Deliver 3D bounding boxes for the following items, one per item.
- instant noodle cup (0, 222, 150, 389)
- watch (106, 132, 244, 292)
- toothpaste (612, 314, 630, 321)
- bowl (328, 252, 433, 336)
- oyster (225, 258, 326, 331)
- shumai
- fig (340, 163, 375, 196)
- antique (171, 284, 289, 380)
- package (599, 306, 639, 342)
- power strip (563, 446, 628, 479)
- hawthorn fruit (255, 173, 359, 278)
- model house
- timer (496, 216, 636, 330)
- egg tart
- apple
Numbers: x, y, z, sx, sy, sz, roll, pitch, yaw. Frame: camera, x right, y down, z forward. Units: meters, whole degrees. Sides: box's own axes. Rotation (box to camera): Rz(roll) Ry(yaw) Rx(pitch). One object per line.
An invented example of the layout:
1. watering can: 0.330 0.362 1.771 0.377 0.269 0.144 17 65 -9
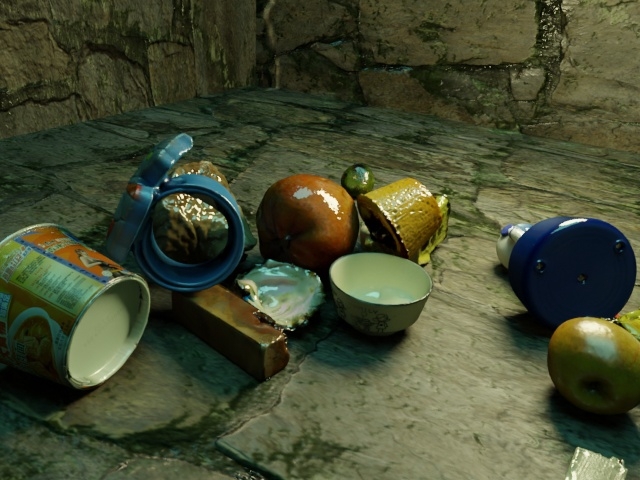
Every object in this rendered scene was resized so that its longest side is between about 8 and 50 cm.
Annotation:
1. instant noodle cup: -0.475 0.133 1.055 0.213 0.297 0.296 20 30 15
2. watch: -0.287 -0.059 1.210 0.274 0.305 0.241 27 13 -17
3. toothpaste: 0.690 0.213 1.279 0.071 0.045 0.193 28 29 26
4. bowl: 0.133 0.133 1.275 0.237 0.127 0.238 2 26 -1
5. oyster: -0.111 0.128 1.293 0.259 0.092 0.198 16 38 17
6. shumai: -0.271 -0.049 1.421 0.262 0.267 0.314 14 69 16
7. fig: 0.141 -0.208 2.025 0.123 0.123 0.156 12 -11 18
8. antique: -0.192 0.179 1.189 0.309 0.088 0.093 24 31 37
9. package: 0.682 0.237 1.133 0.168 0.090 0.226 -11 55 -30
10. power strip: 0.384 0.412 0.821 0.080 0.048 0.286 18 29 31
11. hawthorn fruit: -0.016 -0.046 1.451 0.277 0.277 0.298 25 42 37
12. model house: 0.237 -0.022 1.591 0.193 0.175 0.234 19 49 26
13. timer: 0.565 0.044 1.418 0.270 0.271 0.383 1 13 -5
14. egg tart: 0.197 -0.057 1.409 0.170 0.215 0.215 -35 36 -9
15. apple: 0.523 0.240 1.055 0.182 0.183 0.155 15 36 23
